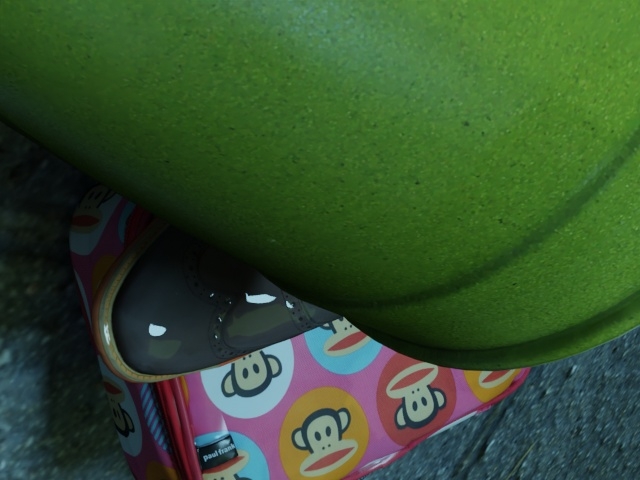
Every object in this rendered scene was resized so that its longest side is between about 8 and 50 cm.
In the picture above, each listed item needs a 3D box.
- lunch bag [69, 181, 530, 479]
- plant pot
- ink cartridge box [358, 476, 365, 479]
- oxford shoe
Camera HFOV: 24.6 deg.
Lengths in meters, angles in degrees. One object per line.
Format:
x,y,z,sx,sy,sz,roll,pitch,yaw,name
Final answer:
-0.008,0.016,0.932,0.293,0.120,0.258,-22,103,-33,lunch bag
-0.032,-0.162,0.569,0.353,0.366,0.366,18,108,-38,plant pot
-0.017,0.117,1.100,0.237,0.100,0.172,-35,145,-25,ink cartridge box
0.000,0.000,0.801,0.271,0.098,0.097,-29,106,-33,oxford shoe
